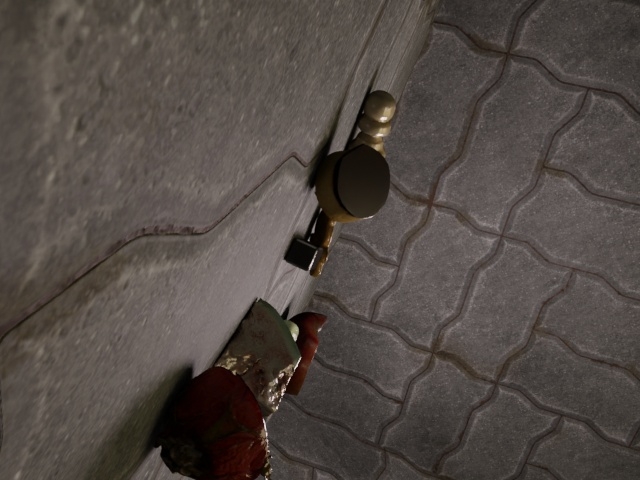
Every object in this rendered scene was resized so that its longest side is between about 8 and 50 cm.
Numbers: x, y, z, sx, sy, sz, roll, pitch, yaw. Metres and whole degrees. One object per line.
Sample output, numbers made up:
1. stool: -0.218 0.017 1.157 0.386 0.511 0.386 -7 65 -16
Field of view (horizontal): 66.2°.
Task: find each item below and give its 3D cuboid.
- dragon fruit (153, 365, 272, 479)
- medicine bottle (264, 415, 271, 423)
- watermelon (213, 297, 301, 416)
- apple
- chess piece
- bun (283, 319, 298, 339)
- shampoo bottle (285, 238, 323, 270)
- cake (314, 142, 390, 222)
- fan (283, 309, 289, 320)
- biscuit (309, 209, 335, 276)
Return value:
1. dragon fruit: -0.212 0.353 0.879 0.148 0.218 0.224 -8 85 -46
2. medicine bottle: -0.223 0.534 1.635 0.289 0.157 0.157 95 21 -77
3. watermelon: -0.185 0.317 1.236 0.310 0.193 0.232 -52 -166 -2
4. apple: -0.089 0.494 2.147 0.328 0.295 0.365 -12 136 -40
5. chess piece: 0.169 -0.354 1.590 0.143 0.142 0.261 -58 168 -52
6. bun: -0.167 0.386 1.795 0.221 0.108 0.221 -58 165 -26
7. shampoo bottle: -0.045 0.043 1.523 0.246 0.080 0.079 14 101 -85
8. cake: 0.065 -0.152 1.305 0.178 0.185 0.208 15 -76 54
9. fan: -0.193 0.424 2.259 0.132 0.009 0.220 104 11 -55
10. biscuit: 0.003 0.000 1.691 0.184 0.035 0.249 -123 -135 -65
